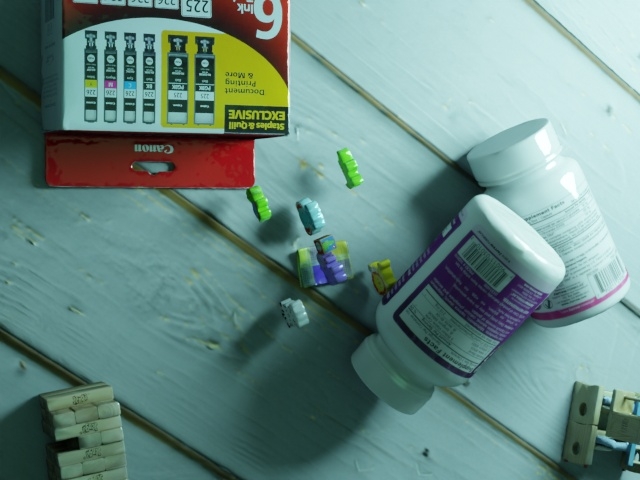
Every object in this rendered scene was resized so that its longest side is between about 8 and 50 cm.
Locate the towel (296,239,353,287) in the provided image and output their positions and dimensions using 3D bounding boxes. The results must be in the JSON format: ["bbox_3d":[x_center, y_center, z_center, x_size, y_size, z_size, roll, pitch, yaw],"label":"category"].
[{"bbox_3d":[0.007,0.034,1.803,0.083,0.009,0.060,-9,95,-23],"label":"towel"}]

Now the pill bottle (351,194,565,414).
[{"bbox_3d":[0.185,0.097,1.750,0.169,0.169,0.301,35,107,-20],"label":"pill bottle"}]

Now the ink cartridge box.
[{"bbox_3d":[-0.202,-0.203,1.644,0.309,0.130,0.272,-1,93,-24],"label":"ink cartridge box"}]

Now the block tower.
[{"bbox_3d":[-0.298,0.362,1.634,0.097,0.091,0.336,-10,94,-22],"label":"block tower"}]

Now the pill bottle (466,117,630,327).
[{"bbox_3d":[0.336,-0.028,1.863,0.160,0.160,0.283,-31,102,-20],"label":"pill bottle"}]

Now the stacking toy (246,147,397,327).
[{"bbox_3d":[0.000,0.000,1.770,0.167,0.052,0.221,-22,98,-23],"label":"stacking toy"}]

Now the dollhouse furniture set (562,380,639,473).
[{"bbox_3d":[0.484,0.299,1.920,0.129,0.183,0.129,12,86,-23],"label":"dollhouse furniture set"}]
